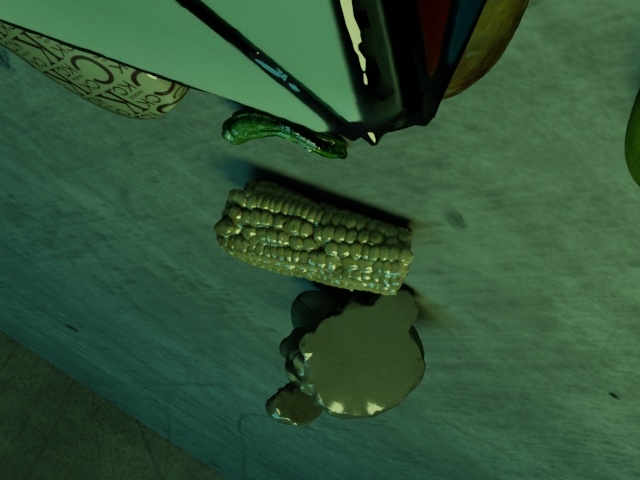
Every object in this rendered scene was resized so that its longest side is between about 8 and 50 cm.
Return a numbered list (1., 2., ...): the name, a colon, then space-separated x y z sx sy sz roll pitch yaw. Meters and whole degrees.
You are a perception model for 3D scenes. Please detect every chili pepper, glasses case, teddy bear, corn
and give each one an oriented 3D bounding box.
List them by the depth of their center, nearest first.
1. glasses case: -0.253 -0.219 0.971 0.354 0.085 0.137 38 157 -22
2. chili pepper: -0.034 -0.098 1.054 0.118 0.035 0.055 11 167 20
3. corn: 0.000 0.000 1.176 0.211 0.087 0.087 16 157 20
4. teddy bear: 0.009 0.131 1.369 0.144 0.171 0.251 52 163 -5

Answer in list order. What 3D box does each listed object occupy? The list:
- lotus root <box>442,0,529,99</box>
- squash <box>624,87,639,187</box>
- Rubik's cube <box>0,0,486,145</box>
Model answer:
1. lotus root: 0.045 -0.148 0.684 0.145 0.128 0.260 18 161 1
2. squash: 0.224 -0.083 0.679 0.080 0.071 0.318 26 160 6
3. Rubik's cube: -0.041 -0.219 0.449 0.250 0.248 0.246 21 158 20
